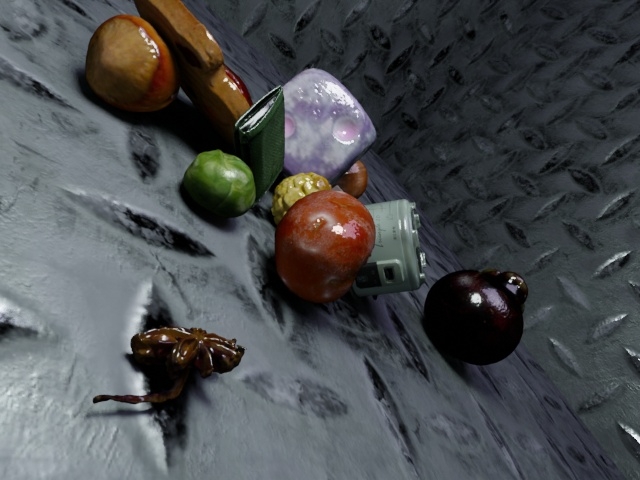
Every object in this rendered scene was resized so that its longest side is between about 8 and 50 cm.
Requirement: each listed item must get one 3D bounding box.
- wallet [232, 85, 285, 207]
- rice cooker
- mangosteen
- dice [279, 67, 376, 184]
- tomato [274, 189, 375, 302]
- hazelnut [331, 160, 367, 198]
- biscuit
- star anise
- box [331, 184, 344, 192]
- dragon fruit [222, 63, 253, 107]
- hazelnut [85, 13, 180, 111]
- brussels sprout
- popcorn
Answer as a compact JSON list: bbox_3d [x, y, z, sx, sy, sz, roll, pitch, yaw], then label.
[{"bbox_3d":[-0.127,-0.200,0.971,0.055,0.236,0.160,28,59,12],"label":"wallet"},{"bbox_3d":[0.135,0.023,1.091,0.241,0.226,0.281,-75,152,-55],"label":"rice cooker"},{"bbox_3d":[0.471,0.216,1.313,0.297,0.313,0.297,49,20,-26],"label":"mangosteen"},{"bbox_3d":[-0.023,-0.288,1.247,0.271,0.270,0.270,47,-2,-2],"label":"dice"},{"bbox_3d":[0.001,0.010,0.885,0.188,0.232,0.232,30,19,2],"label":"tomato"},{"bbox_3d":[0.057,-0.215,1.538,0.214,0.177,0.214,5,27,-2],"label":"hazelnut"},{"bbox_3d":[-0.271,-0.361,1.028,0.350,0.078,0.455,47,-9,37],"label":"biscuit"},{"bbox_3d":[-0.165,0.137,0.494,0.097,0.070,0.190,25,9,29],"label":"star anise"},{"bbox_3d":[0.079,-0.059,1.370,0.212,0.095,0.168,47,20,-1],"label":"box"},{"bbox_3d":[-0.299,-0.469,1.324,0.282,0.100,0.344,29,23,-54],"label":"dragon fruit"},{"bbox_3d":[-0.369,-0.335,0.866,0.182,0.182,0.182,40,19,-17],"label":"hazelnut"},{"bbox_3d":[-0.190,-0.113,0.863,0.155,0.117,0.155,36,27,-22],"label":"brussels sprout"},{"bbox_3d":[-0.033,-0.088,1.079,0.179,0.170,0.180,22,-23,10],"label":"popcorn"}]
